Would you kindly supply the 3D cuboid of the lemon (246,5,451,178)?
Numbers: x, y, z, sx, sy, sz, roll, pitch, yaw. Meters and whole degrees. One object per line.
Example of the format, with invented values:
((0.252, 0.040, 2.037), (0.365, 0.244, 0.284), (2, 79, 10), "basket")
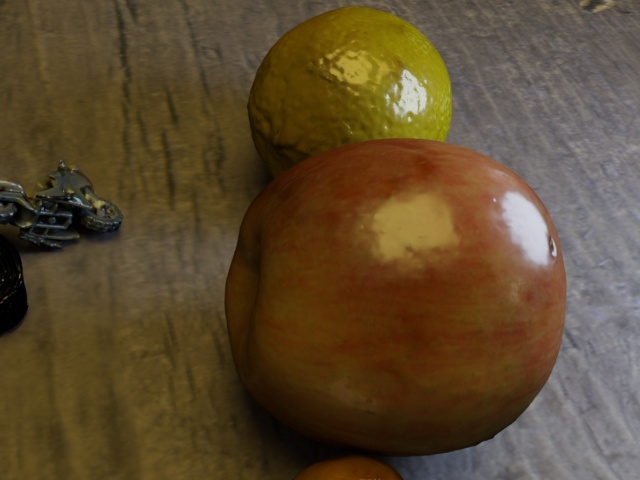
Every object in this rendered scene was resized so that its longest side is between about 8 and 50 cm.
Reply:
((0.049, -0.201, 1.358), (0.336, 0.336, 0.336), (6, 43, -6), "lemon")

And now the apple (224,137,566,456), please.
((0.070, 0.065, 1.027), (0.346, 0.391, 0.391), (-2, 44, -20), "apple")

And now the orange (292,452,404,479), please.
((0.033, 0.302, 0.943), (0.159, 0.136, 0.159), (9, 42, -8), "orange")

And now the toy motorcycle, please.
((-0.399, -0.058, 1.249), (0.229, 0.094, 0.130), (4, 38, -42), "toy motorcycle")

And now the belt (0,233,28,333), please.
((-0.477, 0.049, 1.139), (0.198, 0.078, 0.151), (30, 50, 16), "belt")
